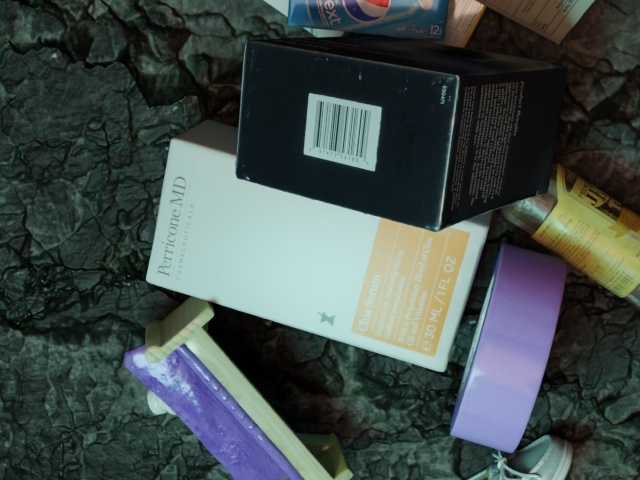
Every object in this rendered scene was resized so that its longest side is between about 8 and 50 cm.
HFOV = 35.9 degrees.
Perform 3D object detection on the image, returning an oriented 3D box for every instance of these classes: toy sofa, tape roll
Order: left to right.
[{"bbox_3d":[-0.130,0.263,1.497,0.177,0.150,0.362,-39,104,-1],"label":"toy sofa"},{"bbox_3d":[0.256,0.146,1.357,0.090,0.275,0.274,15,109,9],"label":"tape roll"}]

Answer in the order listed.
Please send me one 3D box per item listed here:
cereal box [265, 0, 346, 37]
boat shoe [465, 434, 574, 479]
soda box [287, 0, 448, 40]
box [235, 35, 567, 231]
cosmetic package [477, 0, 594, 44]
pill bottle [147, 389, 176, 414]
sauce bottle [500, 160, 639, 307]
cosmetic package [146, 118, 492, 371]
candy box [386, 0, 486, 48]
[{"bbox_3d":[-0.029,-0.406,1.375,0.240,0.047,0.173,34,111,1],"label":"cereal box"},{"bbox_3d":[0.251,0.395,1.521,0.103,0.118,0.320,43,117,-7],"label":"boat shoe"},{"bbox_3d":[0.064,-0.315,1.323,0.210,0.071,0.067,6,112,3],"label":"soda box"},{"bbox_3d":[0.102,-0.150,1.221,0.296,0.294,0.182,17,109,33],"label":"box"},{"bbox_3d":[0.212,-0.391,1.250,0.309,0.160,0.113,28,79,1],"label":"cosmetic package"},{"bbox_3d":[-0.220,0.247,1.608,0.116,0.065,0.065,-16,102,18],"label":"pill bottle"},{"bbox_3d":[0.332,-0.042,1.369,0.344,0.111,0.111,34,111,3],"label":"sauce bottle"},{"bbox_3d":[0.000,0.000,1.433,0.453,0.161,0.230,16,109,8],"label":"cosmetic package"},{"bbox_3d":[0.146,-0.276,1.386,0.105,0.027,0.206,29,111,1],"label":"candy box"}]
